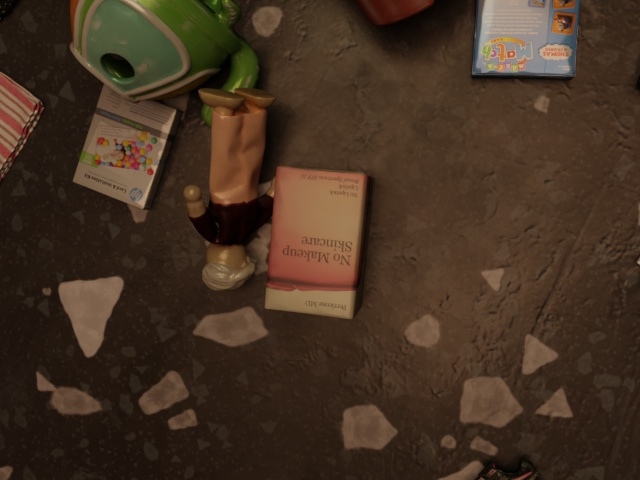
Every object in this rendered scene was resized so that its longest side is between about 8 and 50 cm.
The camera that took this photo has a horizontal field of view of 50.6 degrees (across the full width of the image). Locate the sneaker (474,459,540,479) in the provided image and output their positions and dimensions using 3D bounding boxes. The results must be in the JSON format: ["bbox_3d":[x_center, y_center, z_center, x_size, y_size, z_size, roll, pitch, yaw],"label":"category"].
[{"bbox_3d":[0.280,0.412,1.129,0.178,0.072,0.077,-16,79,2],"label":"sneaker"}]

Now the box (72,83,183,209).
[{"bbox_3d":[-0.342,-0.166,1.203,0.145,0.038,0.186,22,97,8],"label":"box"}]

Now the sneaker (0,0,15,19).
[{"bbox_3d":[-0.575,-0.478,1.209,0.237,0.085,0.086,-42,60,12],"label":"sneaker"}]

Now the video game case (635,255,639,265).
[{"bbox_3d":[0.576,0.010,1.077,0.087,0.011,0.122,35,98,6],"label":"video game case"}]

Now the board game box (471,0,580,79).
[{"bbox_3d":[0.329,-0.367,1.082,0.160,0.039,0.211,4,93,9],"label":"board game box"}]

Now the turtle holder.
[{"bbox_3d":[-0.253,-0.335,1.100,0.227,0.320,0.243,-46,54,8],"label":"turtle holder"}]

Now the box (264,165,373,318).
[{"bbox_3d":[0.000,0.000,1.112,0.149,0.127,0.232,6,94,8],"label":"box"}]

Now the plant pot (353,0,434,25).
[{"bbox_3d":[0.094,-0.481,0.982,0.272,0.272,0.265,-33,118,9],"label":"plant pot"}]

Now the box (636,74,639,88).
[{"bbox_3d":[0.613,-0.325,1.028,0.184,0.059,0.232,17,95,7],"label":"box"}]

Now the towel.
[{"bbox_3d":[-0.613,-0.209,1.248,0.144,0.029,0.197,35,98,6],"label":"towel"}]

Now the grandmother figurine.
[{"bbox_3d":[-0.141,-0.073,1.113,0.104,0.208,0.342,34,123,47],"label":"grandmother figurine"}]
